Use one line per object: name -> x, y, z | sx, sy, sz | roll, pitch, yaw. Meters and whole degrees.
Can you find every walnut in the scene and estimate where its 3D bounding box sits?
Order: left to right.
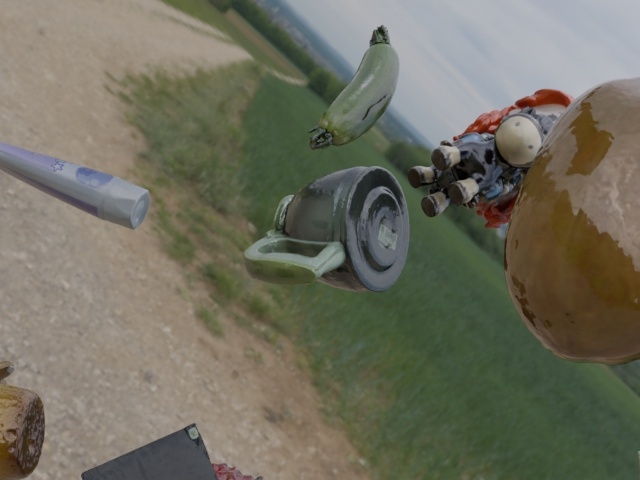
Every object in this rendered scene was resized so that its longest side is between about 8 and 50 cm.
walnut -> 0.281, -0.028, 0.798 | 0.203, 0.298, 0.203 | 26, -6, 3

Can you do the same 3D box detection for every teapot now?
teapot -> 0.012, 0.012, 1.706 | 0.239, 0.322, 0.240 | -2, -42, 34

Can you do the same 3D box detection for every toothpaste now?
toothpaste -> -0.484, -0.114, 1.573 | 0.371, 0.080, 0.125 | 19, -15, 9

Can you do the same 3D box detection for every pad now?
pad -> -0.259, 0.373, 1.372 | 0.116, 0.193, 0.004 | 66, -23, 6

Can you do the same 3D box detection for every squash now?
squash -> 0.070, -0.226, 1.353 | 0.080, 0.071, 0.319 | 46, 45, -18

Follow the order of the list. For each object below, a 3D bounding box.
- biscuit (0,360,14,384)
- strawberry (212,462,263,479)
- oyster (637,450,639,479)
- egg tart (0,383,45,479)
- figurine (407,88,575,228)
biscuit -> -0.696, 0.280, 1.812 | 0.205, 0.138, 0.031 | 92, -27, -54
strawberry -> -0.183, 0.520, 1.551 | 0.280, 0.254, 0.150 | 4, -14, -34
oyster -> 0.635, 0.438, 1.421 | 0.199, 0.087, 0.252 | 42, -17, -11
egg tart -> -0.560, 0.332, 1.504 | 0.147, 0.203, 0.202 | 2, 8, 2
figurine -> 0.355, -0.154, 1.662 | 0.411, 0.306, 0.241 | -6, 56, -54
